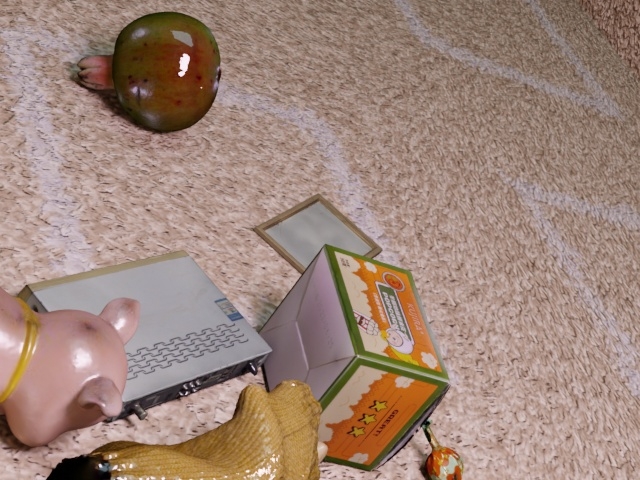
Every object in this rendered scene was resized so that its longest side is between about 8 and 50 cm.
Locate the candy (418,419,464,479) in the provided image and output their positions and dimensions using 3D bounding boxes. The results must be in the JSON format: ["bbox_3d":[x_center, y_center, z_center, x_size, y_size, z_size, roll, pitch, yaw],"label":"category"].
[{"bbox_3d":[0.132,0.229,1.663,0.055,0.049,0.184,2,63,-81],"label":"candy"}]

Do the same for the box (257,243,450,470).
[{"bbox_3d":[0.038,0.145,1.605,0.148,0.177,0.195,19,34,-29],"label":"box"}]

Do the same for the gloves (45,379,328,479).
[{"bbox_3d":[-0.118,0.249,1.313,0.356,0.203,0.155,-14,78,-47],"label":"gloves"}]

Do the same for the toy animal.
[{"bbox_3d":[-0.318,0.114,1.332,0.248,0.149,0.165,14,50,-13],"label":"toy animal"}]

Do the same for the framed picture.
[{"bbox_3d":[0.000,0.000,1.942,0.136,0.010,0.201,41,30,11],"label":"framed picture"}]

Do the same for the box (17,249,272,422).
[{"bbox_3d":[-0.200,0.108,1.547,0.211,0.045,0.270,47,31,18],"label":"box"}]

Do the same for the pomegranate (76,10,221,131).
[{"bbox_3d":[-0.248,-0.248,1.901,0.210,0.180,0.180,4,33,3],"label":"pomegranate"}]
